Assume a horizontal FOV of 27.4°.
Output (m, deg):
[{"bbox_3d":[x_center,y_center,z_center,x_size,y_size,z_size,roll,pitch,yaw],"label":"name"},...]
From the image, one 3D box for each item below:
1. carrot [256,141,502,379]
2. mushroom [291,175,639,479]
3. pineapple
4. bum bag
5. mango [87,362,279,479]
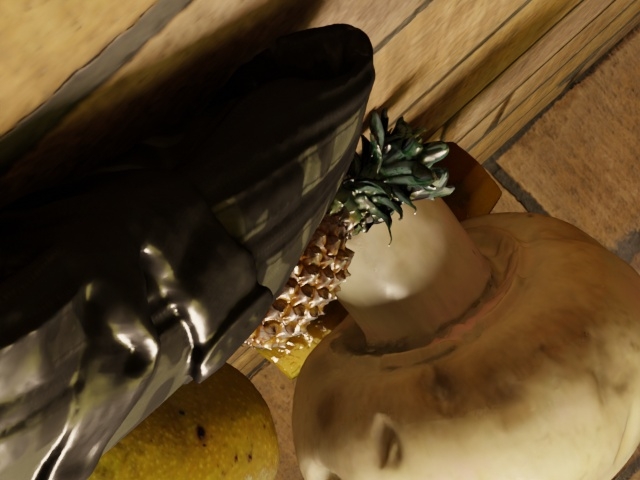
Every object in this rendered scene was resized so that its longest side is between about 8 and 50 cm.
[{"bbox_3d":[0.052,0.019,1.378,0.302,0.114,0.114,-40,175,0],"label":"carrot"},{"bbox_3d":[0.119,0.104,1.201,0.353,0.353,0.325,-42,169,1],"label":"mushroom"},{"bbox_3d":[0.000,-0.001,0.940,0.221,0.083,0.103,-44,176,-6],"label":"pineapple"},{"bbox_3d":[-0.084,0.026,0.469,0.340,0.095,0.144,-39,159,-49],"label":"bum bag"},{"bbox_3d":[-0.136,0.180,0.986,0.176,0.176,0.329,-15,-178,16],"label":"mango"}]
